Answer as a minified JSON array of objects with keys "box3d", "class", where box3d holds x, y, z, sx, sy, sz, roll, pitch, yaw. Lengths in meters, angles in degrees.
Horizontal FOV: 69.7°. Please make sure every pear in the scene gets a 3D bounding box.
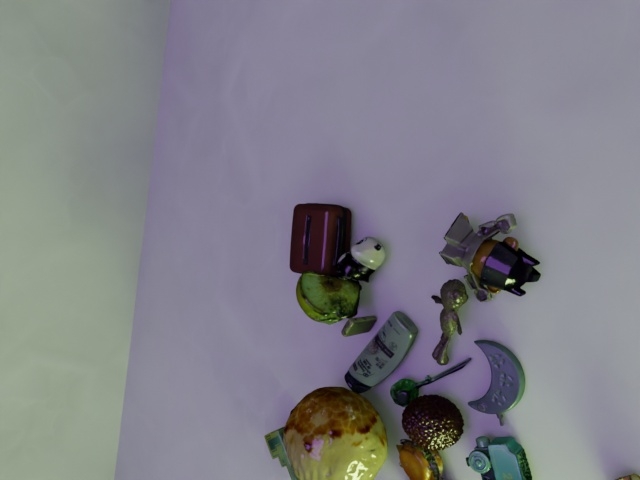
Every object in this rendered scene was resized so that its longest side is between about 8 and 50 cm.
[{"box3d":[0.002,0.232,1.759,0.255,0.238,0.164,133,145,-64],"class":"pear"}]

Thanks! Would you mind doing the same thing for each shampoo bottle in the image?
[{"box3d":[0.222,0.430,1.693,0.134,0.078,0.359,47,119,28],"class":"shampoo bottle"}]

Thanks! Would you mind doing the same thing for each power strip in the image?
[{"box3d":[0.544,0.443,1.426,0.167,0.054,0.253,4,92,42],"class":"power strip"},{"box3d":[0.140,0.316,1.705,0.028,0.169,0.076,44,117,35],"class":"power strip"}]

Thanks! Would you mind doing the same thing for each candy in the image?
[{"box3d":[0.377,0.475,1.571,0.323,0.097,0.097,-36,67,26],"class":"candy"}]

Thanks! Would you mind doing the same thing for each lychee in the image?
[{"box3d":[0.358,0.587,1.499,0.188,0.188,0.188,0,90,41],"class":"lychee"}]

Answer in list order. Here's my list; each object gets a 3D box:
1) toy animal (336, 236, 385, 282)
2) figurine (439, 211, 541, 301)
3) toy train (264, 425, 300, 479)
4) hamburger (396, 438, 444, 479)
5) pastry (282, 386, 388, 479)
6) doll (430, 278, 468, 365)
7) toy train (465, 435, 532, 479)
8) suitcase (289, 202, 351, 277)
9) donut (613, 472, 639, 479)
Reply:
[{"box3d":[0.158,0.067,1.713,0.138,0.166,0.179,37,103,10],"class":"toy animal"},{"box3d":[0.510,0.057,1.397,0.308,0.143,0.308,42,151,30],"class":"figurine"},{"box3d":[-0.081,0.947,1.924,0.237,0.150,0.369,-44,62,42],"class":"toy train"},{"box3d":[0.341,0.749,1.565,0.189,0.093,0.164,-15,93,56],"class":"hamburger"},{"box3d":[0.053,0.691,1.651,0.388,0.388,0.312,18,102,40],"class":"pastry"},{"box3d":[0.417,0.267,1.486,0.091,0.202,0.286,6,84,2],"class":"doll"},{"box3d":[0.546,0.698,1.389,0.163,0.112,0.203,-20,77,33],"class":"toy train"},{"box3d":[0.000,0.000,1.836,0.236,0.161,0.297,7,93,40],"class":"suitcase"},{"box3d":[0.810,0.708,1.169,0.141,0.085,0.217,-38,65,35],"class":"donut"}]
